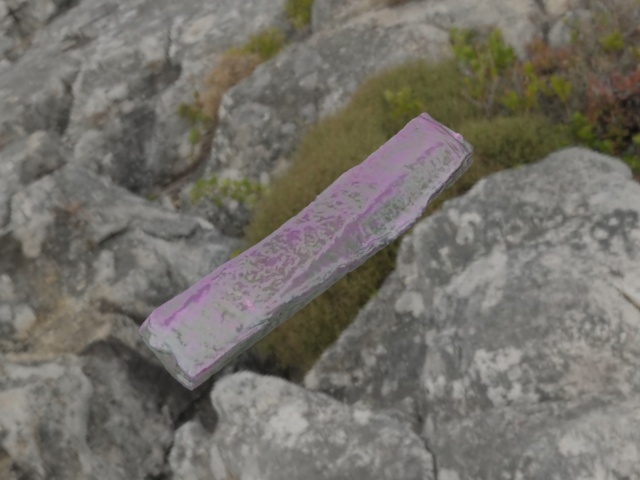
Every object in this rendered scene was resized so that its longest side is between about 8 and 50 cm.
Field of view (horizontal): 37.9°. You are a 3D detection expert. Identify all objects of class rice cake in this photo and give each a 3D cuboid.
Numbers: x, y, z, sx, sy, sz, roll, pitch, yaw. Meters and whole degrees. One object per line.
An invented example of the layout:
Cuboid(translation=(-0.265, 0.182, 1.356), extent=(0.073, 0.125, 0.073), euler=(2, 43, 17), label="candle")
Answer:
Cuboid(translation=(0.000, 0.000, 0.475), extent=(0.207, 0.047, 0.036), euler=(-36, -5, -24), label="rice cake")
